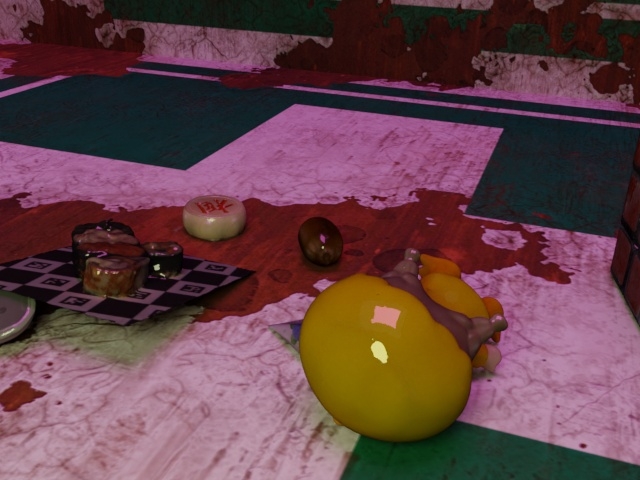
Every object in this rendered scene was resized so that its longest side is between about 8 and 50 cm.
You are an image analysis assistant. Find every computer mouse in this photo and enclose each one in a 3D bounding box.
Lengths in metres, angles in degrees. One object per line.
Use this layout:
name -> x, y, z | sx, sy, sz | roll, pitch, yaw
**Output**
computer mouse -> -0.482, 0.104, 0.990 | 0.182, 0.056, 0.089 | 12, 45, 16

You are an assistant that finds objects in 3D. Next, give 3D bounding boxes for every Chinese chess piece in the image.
Chinese chess piece -> -0.202, -0.046, 1.335 | 0.122, 0.051, 0.122 | 1, 25, -1

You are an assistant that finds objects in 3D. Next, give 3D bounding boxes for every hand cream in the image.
hand cream -> -0.015, 0.132, 0.983 | 0.084, 0.053, 0.142 | -8, 17, -19

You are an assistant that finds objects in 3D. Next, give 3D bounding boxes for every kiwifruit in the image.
kiwifruit -> 0.000, 0.000, 1.230 | 0.075, 0.075, 0.124 | -2, 22, -8

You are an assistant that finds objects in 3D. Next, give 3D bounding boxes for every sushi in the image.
sushi -> -0.317, 0.019, 1.091 | 0.320, 0.068, 0.339 | 12, 15, 22

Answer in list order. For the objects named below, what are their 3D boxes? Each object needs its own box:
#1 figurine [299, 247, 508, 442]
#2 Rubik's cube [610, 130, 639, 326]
figurine -> 0.116, 0.116, 0.885 | 0.215, 0.187, 0.344 | 28, 28, 22
Rubik's cube -> 0.631, -0.007, 1.010 | 0.301, 0.305, 0.303 | 4, 27, 7
